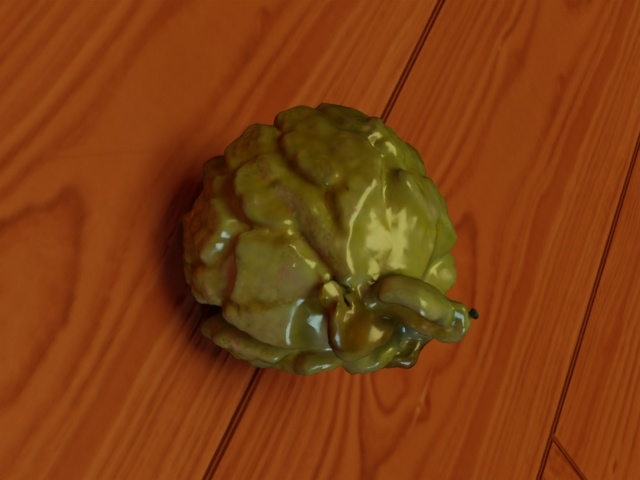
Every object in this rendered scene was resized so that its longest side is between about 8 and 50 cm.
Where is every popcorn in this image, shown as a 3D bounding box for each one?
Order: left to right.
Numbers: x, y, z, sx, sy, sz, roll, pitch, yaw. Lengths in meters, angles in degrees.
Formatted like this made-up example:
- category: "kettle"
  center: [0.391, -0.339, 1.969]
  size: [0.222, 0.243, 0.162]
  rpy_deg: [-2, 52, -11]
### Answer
- category: "popcorn"
  center: [0.000, 0.000, 0.735]
  size: [0.141, 0.162, 0.135]
  rpy_deg: [-3, 115, -16]
